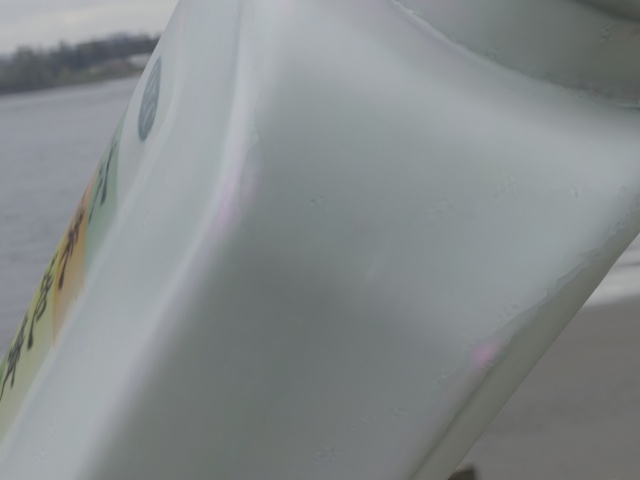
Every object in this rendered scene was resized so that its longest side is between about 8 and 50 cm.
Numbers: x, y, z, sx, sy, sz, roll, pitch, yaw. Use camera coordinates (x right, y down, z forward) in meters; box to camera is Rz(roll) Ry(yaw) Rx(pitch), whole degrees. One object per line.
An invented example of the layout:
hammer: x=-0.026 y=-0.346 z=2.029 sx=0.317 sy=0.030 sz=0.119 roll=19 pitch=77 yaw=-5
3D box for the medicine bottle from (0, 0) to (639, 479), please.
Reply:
medicine bottle: x=0.000 y=0.000 z=0.432 sx=0.124 sy=0.324 sz=0.179 roll=29 pitch=36 yaw=-6
